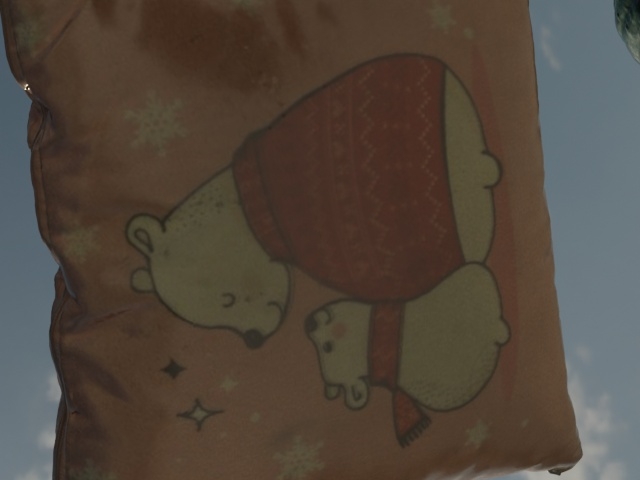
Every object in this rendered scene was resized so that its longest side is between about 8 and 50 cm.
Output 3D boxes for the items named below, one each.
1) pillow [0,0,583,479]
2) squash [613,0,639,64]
[{"bbox_3d":[0.000,0.000,0.431,0.223,0.084,0.236,-7,-80,-25],"label":"pillow"},{"bbox_3d":[0.396,-0.227,1.131,0.218,0.172,0.218,4,-106,-14],"label":"squash"}]
